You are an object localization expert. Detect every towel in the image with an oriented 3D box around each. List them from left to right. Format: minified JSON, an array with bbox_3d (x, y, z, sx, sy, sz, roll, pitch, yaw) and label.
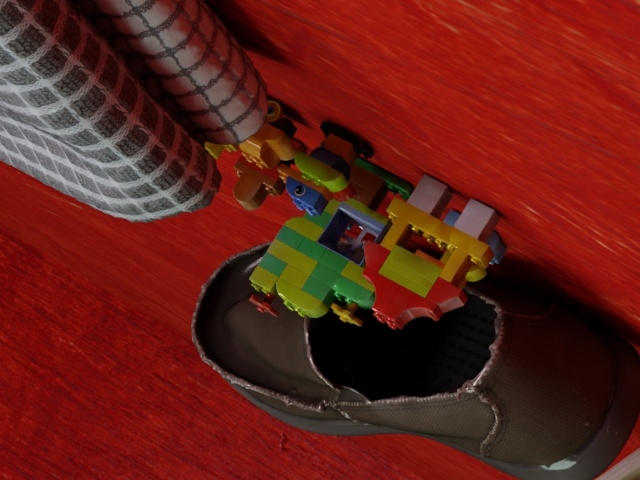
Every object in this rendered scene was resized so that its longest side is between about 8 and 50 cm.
[{"bbox_3d":[-0.190,-0.133,0.942,0.284,0.121,0.235,26,168,38],"label":"towel"}]

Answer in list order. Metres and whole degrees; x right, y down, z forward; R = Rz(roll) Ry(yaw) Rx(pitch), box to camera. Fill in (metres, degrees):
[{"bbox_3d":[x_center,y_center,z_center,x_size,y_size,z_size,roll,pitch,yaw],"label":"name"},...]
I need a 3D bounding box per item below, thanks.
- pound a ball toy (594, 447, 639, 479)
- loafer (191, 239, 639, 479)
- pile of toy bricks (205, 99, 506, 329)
[{"bbox_3d":[0.245,0.200,1.316,0.208,0.136,0.319,56,-178,26],"label":"pound a ball toy"},{"bbox_3d":[0.034,0.051,1.151,0.366,0.134,0.130,7,158,48],"label":"loafer"},{"bbox_3d":[0.000,0.000,1.050,0.212,0.105,0.118,29,170,25],"label":"pile of toy bricks"}]
